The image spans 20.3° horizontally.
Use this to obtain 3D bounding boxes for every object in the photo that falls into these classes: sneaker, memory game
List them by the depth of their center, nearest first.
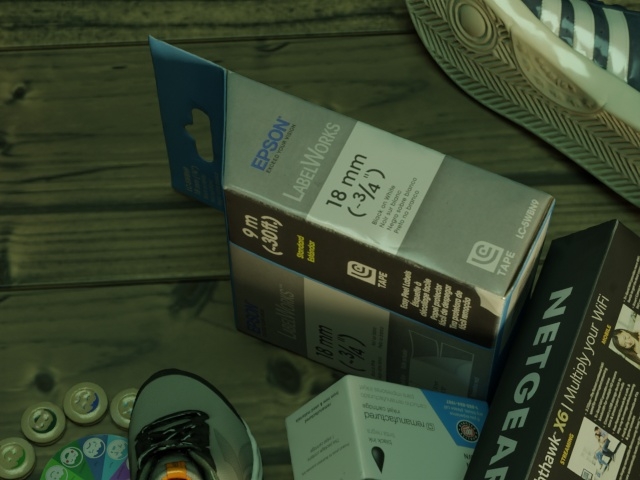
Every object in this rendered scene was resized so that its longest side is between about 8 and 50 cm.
[{"bbox_3d":[-0.096,0.176,1.320,0.100,0.108,0.271,-19,35,0],"label":"sneaker"},{"bbox_3d":[-0.176,0.197,1.409,0.186,0.012,0.186,1,60,-1],"label":"memory game"},{"bbox_3d":[0.230,-0.171,1.576,0.350,0.131,0.148,42,60,14],"label":"sneaker"}]

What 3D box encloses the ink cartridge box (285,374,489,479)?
[{"bbox_3d":[0.067,0.217,1.324,0.148,0.086,0.203,14,52,-36],"label":"ink cartridge box"}]

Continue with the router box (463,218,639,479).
[{"bbox_3d":[0.234,0.178,1.317,0.243,0.081,0.309,36,60,-21],"label":"router box"}]

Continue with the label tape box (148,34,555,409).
[{"bbox_3d":[0.000,0.000,1.397,0.334,0.240,0.106,22,64,12],"label":"label tape box"}]
